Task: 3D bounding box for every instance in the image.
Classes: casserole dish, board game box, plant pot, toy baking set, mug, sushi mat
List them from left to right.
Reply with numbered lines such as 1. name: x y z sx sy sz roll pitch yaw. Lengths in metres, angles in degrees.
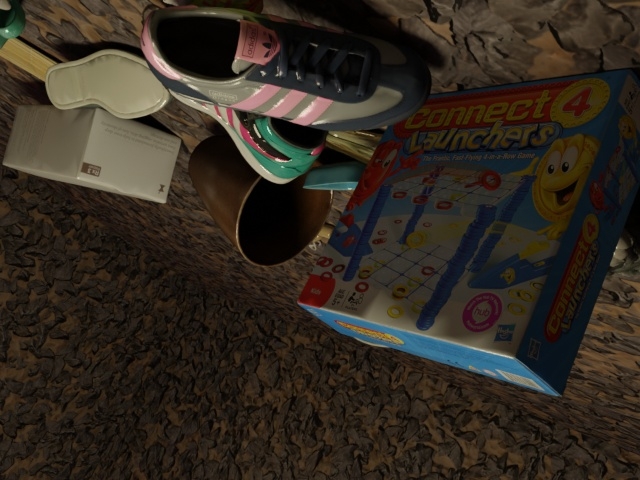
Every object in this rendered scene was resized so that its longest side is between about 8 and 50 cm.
1. mug: -0.556 -0.387 1.078 0.158 0.097 0.129 30 164 -13
2. sushi mat: -0.645 -0.401 1.330 0.317 0.019 0.151 31 166 -13
3. plant pot: -0.131 -0.100 1.172 0.230 0.215 0.215 34 172 37
4. toy baking set: -0.001 -0.002 1.547 0.256 0.030 0.197 21 164 21
5. casserole dish: 0.049 -0.103 1.047 0.114 0.037 0.188 1 180 -31
6. board game box: 0.157 -0.022 0.699 0.086 0.301 0.308 38 161 -34

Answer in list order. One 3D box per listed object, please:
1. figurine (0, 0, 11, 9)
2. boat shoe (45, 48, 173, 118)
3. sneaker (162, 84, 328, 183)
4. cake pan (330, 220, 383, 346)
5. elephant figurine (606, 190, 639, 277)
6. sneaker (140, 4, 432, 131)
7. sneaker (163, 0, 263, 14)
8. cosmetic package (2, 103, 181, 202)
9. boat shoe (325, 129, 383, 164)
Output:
1. figurine: -0.469 -0.381 0.772 0.210 0.092 0.215 22 156 -16
2. boat shoe: -0.363 -0.284 1.165 0.320 0.116 0.099 8 -160 34
3. sneaker: -0.096 -0.206 0.869 0.295 0.123 0.178 43 151 -19
4. cake pan: 0.119 0.001 0.862 0.293 0.293 0.054 8 151 50
5. elephant figurine: 0.371 -0.001 0.729 0.240 0.186 0.169 -1 -158 -4
6. sneaker: -0.036 -0.185 0.692 0.319 0.112 0.131 5 179 2
7. sneaker: -0.091 -0.284 0.703 0.094 0.081 0.208 27 173 -33
8. cosmetic package: -0.515 -0.197 1.439 0.385 0.156 0.217 11 177 41
9. boat shoe: 0.034 -0.160 0.964 0.153 0.048 0.056 28 178 23
